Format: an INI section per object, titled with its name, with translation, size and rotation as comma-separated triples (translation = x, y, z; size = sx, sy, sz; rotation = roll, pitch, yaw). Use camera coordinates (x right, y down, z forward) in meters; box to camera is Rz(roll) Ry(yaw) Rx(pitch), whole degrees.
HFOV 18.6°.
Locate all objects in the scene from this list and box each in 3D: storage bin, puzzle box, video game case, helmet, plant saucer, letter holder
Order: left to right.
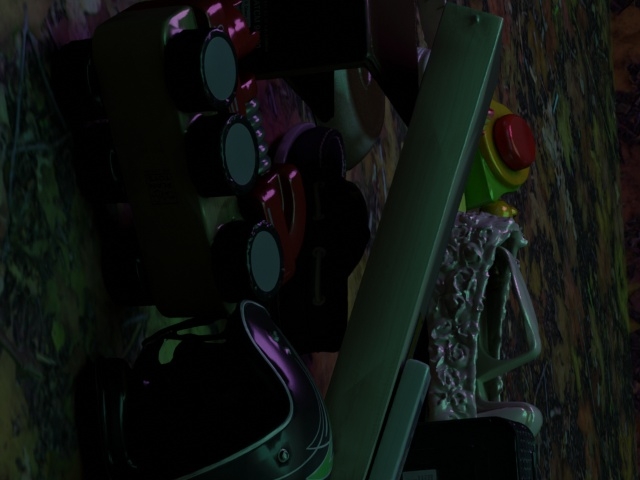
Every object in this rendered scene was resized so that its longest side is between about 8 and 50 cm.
[helmet]
translation = -0.069, 0.138, 1.323
size = 0.169, 0.169, 0.161
rotation = 39, 30, -66
[letter holder]
translation = -0.009, -0.255, 1.695
size = 0.214, 0.152, 0.302
rotation = 40, 45, -69
[plant saucer]
translation = 0.030, -0.171, 1.978
size = 0.198, 0.036, 0.198
rotation = -7, 90, -72
[video game case]
translation = 0.055, 0.202, 1.649
size = 0.183, 0.023, 0.201
rotation = 60, 49, -83
[puzzle box]
translation = 0.073, 0.020, 1.673
size = 0.272, 0.052, 0.409
rotation = 58, 50, -83
[storage bin]
translation = 0.108, 0.233, 1.826
size = 0.084, 0.180, 0.122
rotation = 25, 59, -71

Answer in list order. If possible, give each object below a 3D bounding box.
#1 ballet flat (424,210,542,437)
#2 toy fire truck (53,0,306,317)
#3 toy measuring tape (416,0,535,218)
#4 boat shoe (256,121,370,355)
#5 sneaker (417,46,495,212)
[ballet flat]
translation = 0.179, 0.154, 2.178
size = 0.147, 0.147, 0.409
rotation = 39, 48, -66
[toy fire truck]
translation = -0.084, -0.083, 1.433
size = 0.246, 0.158, 0.217
rotation = -44, 126, -56
[toy measuring tape]
translation = 0.187, -0.167, 2.370
size = 0.121, 0.121, 0.330
rotation = 18, 59, -72
[boat shoe]
translation = 0.000, 0.000, 1.716
size = 0.302, 0.091, 0.114
rotation = -78, 156, -46
[sneaker]
translation = 0.158, -0.125, 2.276
size = 0.081, 0.094, 0.208
rotation = -24, 108, -74
